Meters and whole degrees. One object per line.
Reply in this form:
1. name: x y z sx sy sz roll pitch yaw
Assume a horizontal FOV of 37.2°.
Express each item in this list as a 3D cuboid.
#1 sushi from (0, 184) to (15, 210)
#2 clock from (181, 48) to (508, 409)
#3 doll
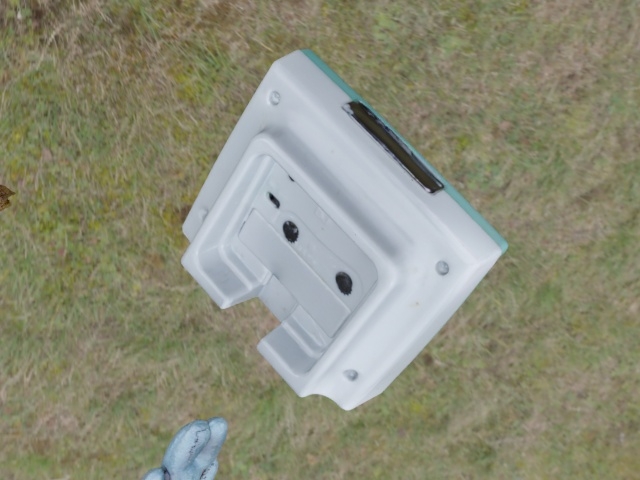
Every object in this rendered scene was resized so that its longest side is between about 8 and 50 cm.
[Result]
1. sushi: -0.351 -0.045 0.929 0.099 0.047 0.050 7 129 -14
2. clock: 0.000 0.000 0.865 0.116 0.262 0.231 -29 160 -46
3. doll: -0.138 0.252 0.929 0.120 0.075 0.180 5 131 -49
